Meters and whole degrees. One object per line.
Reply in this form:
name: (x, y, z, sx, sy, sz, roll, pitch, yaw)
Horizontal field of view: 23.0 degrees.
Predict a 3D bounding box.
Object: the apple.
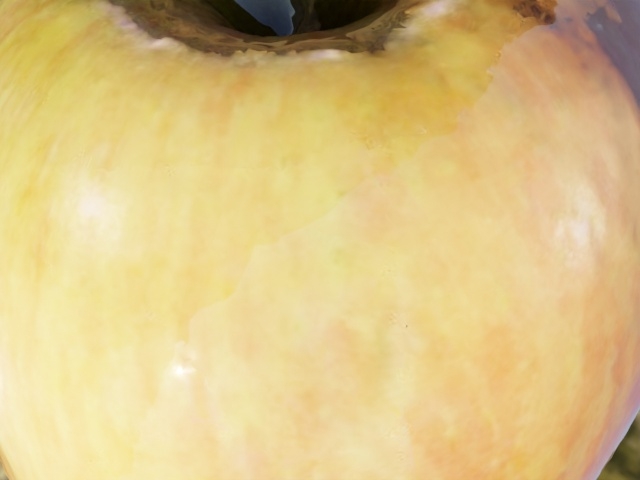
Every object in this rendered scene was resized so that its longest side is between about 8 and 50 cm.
apple: (0.000, 0.000, 0.797, 0.391, 0.391, 0.347, -44, 137, -39)
